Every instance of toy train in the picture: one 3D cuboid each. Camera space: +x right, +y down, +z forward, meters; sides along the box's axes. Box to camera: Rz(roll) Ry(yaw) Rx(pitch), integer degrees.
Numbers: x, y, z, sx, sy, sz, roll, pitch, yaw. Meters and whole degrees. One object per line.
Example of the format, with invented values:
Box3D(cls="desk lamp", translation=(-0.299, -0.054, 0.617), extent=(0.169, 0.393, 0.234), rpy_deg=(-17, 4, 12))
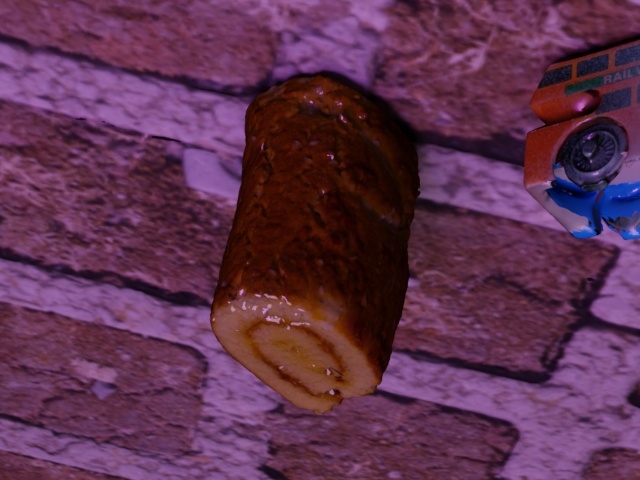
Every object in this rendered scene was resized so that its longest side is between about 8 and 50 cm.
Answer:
Box3D(cls="toy train", translation=(0.205, -0.064, 1.044), extent=(0.188, 0.099, 0.072), rpy_deg=(-15, 140, 32))

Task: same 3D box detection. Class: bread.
Box3D(cls="bread", translation=(0.000, 0.000, 1.131), extent=(0.103, 0.172, 0.132), rpy_deg=(-16, 138, 34))
